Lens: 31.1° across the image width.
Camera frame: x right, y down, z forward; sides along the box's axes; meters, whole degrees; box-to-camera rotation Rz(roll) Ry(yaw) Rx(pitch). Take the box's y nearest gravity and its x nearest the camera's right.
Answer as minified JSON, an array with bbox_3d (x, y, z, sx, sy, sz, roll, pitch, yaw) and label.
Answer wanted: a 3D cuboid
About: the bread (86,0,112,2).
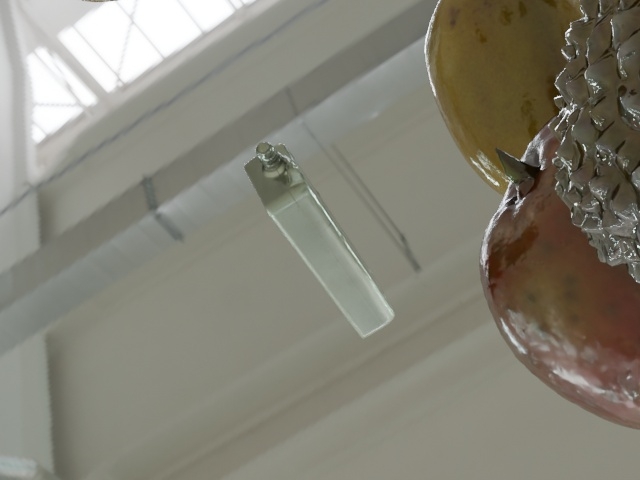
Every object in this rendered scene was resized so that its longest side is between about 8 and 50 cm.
[{"bbox_3d":[-0.246,-0.362,1.459,0.119,0.067,0.192,26,-117,28],"label":"bread"}]

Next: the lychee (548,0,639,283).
[{"bbox_3d":[0.366,-0.138,0.862,0.432,0.380,0.380,-34,-138,0],"label":"lychee"}]

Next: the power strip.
[{"bbox_3d":[0.000,0.000,1.370,0.058,0.338,0.098,-31,-134,3],"label":"power strip"}]

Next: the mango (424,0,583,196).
[{"bbox_3d":[0.340,-0.252,1.917,0.300,0.232,0.446,-33,-104,33],"label":"mango"}]

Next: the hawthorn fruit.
[{"bbox_3d":[0.366,-0.002,1.326,0.402,0.403,0.403,-19,-134,21],"label":"hawthorn fruit"}]
